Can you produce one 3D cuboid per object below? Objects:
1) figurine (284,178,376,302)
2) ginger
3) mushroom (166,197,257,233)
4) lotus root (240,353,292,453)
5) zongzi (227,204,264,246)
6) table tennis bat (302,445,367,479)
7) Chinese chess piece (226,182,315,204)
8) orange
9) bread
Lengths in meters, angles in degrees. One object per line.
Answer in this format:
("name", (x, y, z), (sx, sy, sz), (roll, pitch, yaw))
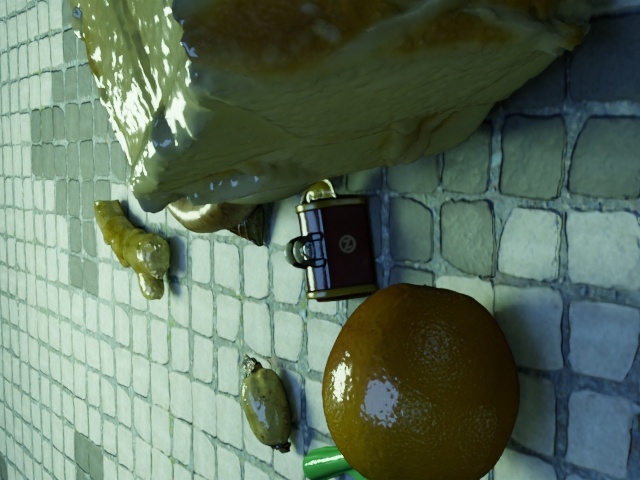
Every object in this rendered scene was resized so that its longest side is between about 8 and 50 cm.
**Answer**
("figurine", (0.000, -0.001, 0.971), (0.082, 0.098, 0.154), (-11, 87, 57))
("ginger", (-0.348, -0.002, 1.466), (0.299, 0.065, 0.118), (40, 120, 47))
("mushroom", (-0.150, -0.140, 1.110), (0.278, 0.146, 0.278), (-11, 76, 50))
("lotus root", (-0.079, 0.229, 1.129), (0.072, 0.063, 0.151), (-49, 59, 56))
("zongzi", (-0.126, -0.030, 1.157), (0.083, 0.073, 0.067), (39, 142, 46))
("table tennis bat", (0.061, 0.257, 0.967), (0.257, 0.039, 0.160), (-31, 67, 48))
("Chinese chess piece", (-0.084, -0.174, 0.939), (0.102, 0.273, 0.273), (61, -164, -78))
("orange", (0.097, 0.141, 0.782), (0.206, 0.206, 0.206), (7, 99, 53))
("bread", (-0.013, -0.252, 0.716), (0.371, 0.390, 0.279), (69, 158, 11))
